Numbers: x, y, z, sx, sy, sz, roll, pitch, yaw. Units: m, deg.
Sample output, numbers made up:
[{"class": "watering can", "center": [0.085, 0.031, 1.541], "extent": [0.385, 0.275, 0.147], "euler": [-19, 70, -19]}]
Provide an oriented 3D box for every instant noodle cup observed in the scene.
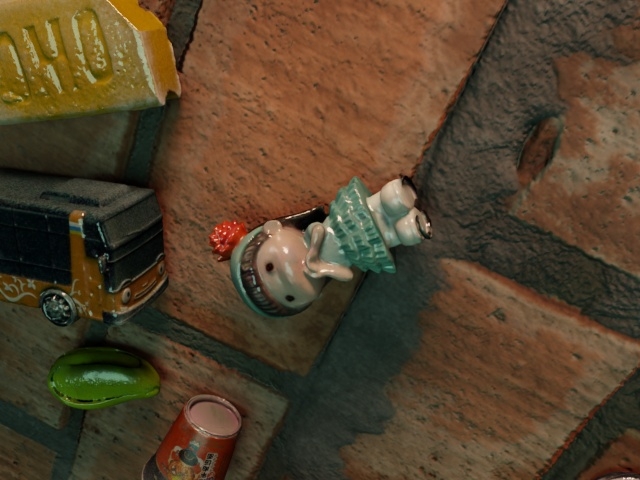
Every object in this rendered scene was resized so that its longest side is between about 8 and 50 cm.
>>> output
[{"class": "instant noodle cup", "center": [-0.176, 0.301, 0.880], "extent": [0.127, 0.127, 0.136], "euler": [27, 109, 3]}]

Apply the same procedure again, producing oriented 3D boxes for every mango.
[{"class": "mango", "center": [-0.314, 0.201, 0.895], "extent": [0.165, 0.074, 0.091], "euler": [4, 108, 0]}]

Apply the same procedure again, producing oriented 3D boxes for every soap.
[{"class": "soap", "center": [-0.289, -0.215, 0.705], "extent": [0.232, 0.073, 0.140], "euler": [-3, 116, 15]}]

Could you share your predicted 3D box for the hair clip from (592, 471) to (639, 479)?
[{"class": "hair clip", "center": [0.404, 0.342, 0.776], "extent": [0.172, 0.049, 0.116], "euler": [-30, 89, 33]}]

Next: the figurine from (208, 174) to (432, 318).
[{"class": "figurine", "center": [0.000, 0.000, 0.705], "extent": [0.245, 0.110, 0.138], "euler": [-24, 95, 20]}]

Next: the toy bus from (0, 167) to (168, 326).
[{"class": "toy bus", "center": [-0.344, 0.002, 0.781], "extent": [0.275, 0.138, 0.167], "euler": [10, 113, 14]}]
